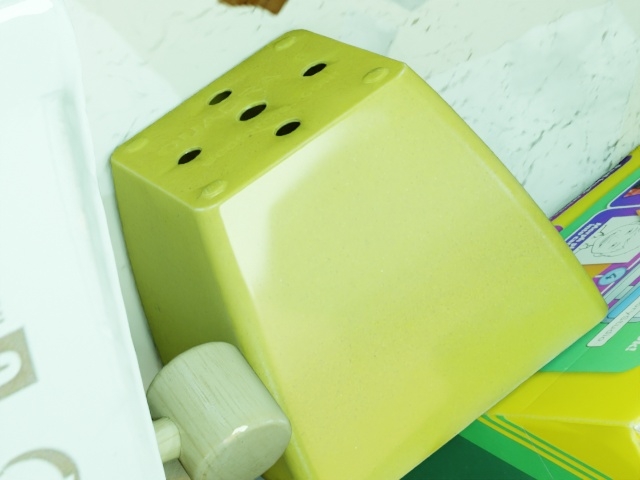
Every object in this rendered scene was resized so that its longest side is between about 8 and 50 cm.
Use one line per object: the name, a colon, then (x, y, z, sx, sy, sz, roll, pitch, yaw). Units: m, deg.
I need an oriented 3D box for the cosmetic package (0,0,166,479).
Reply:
cosmetic package: (-0.291, 0.034, 0.653, 0.327, 0.393, 0.329, -25, 128, -24)

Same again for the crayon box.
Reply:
crayon box: (0.231, 0.041, 1.069, 0.363, 0.313, 0.106, -38, 106, -26)

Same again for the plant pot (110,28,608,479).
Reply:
plant pot: (0.000, 0.000, 0.996, 0.212, 0.212, 0.187, -36, 119, -15)

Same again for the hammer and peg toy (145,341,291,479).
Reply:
hammer and peg toy: (-0.175, 0.178, 0.947, 0.266, 0.127, 0.361, -7, 140, -34)

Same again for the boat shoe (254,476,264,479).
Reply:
boat shoe: (-0.010, 0.181, 1.161, 0.258, 0.095, 0.084, -17, 121, -27)
